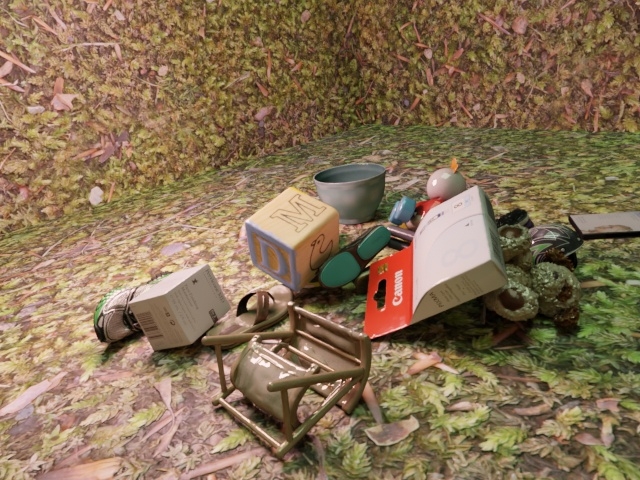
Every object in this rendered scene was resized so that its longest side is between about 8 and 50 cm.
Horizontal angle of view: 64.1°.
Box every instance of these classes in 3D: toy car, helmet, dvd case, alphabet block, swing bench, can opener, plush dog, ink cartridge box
[{"bbox_3d":[0.354,-0.126,1.510,0.219,0.238,0.210,23,-2,0],"label":"toy car"},{"bbox_3d":[0.622,0.032,1.393,0.169,0.162,0.169,-7,21,3],"label":"helmet"},{"bbox_3d":[0.967,-0.052,1.672,0.253,0.022,0.180,-3,22,13],"label":"dvd case"},{"bbox_3d":[-0.078,-0.006,1.488,0.193,0.192,0.197,30,54,26],"label":"alphabet block"},{"bbox_3d":[-0.066,0.268,1.062,0.254,0.165,0.253,-18,22,-37],"label":"swing bench"},{"bbox_3d":[0.285,0.021,1.467,0.095,0.076,0.283,-4,18,-45],"label":"can opener"},{"bbox_3d":[0.519,0.117,1.251,0.225,0.211,0.262,9,54,5],"label":"plush dog"},{"bbox_3d":[0.253,0.054,1.275,0.385,0.091,0.308,-28,28,27],"label":"ink cartridge box"}]

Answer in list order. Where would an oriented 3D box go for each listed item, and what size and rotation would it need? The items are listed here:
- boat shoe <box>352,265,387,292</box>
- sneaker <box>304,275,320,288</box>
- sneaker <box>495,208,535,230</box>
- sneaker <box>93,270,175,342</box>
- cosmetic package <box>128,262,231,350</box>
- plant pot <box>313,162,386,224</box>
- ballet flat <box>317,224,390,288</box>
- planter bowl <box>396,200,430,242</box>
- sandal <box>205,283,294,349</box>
[{"bbox_3d":[0.196,0.088,1.523,0.223,0.080,0.073,-19,30,-14],"label":"boat shoe"},{"bbox_3d":[-0.067,0.068,1.616,0.300,0.121,0.111,10,28,39],"label":"sneaker"},{"bbox_3d":[0.519,0.022,1.566,0.283,0.124,0.107,-25,22,29],"label":"sneaker"},{"bbox_3d":[-0.492,0.183,1.467,0.146,0.134,0.343,6,25,32],"label":"sneaker"},{"bbox_3d":[-0.372,0.176,1.370,0.151,0.151,0.183,-16,16,33],"label":"cosmetic package"},{"bbox_3d":[0.128,-0.182,2.078,0.293,0.196,0.293,-8,20,3],"label":"plant pot"},{"bbox_3d":[0.093,0.055,1.500,0.280,0.095,0.096,-34,6,-23],"label":"ballet flat"},{"bbox_3d":[0.365,-0.035,1.697,0.217,0.217,0.090,-14,58,-15],"label":"planter bowl"},{"bbox_3d":[-0.182,0.191,1.393,0.120,0.086,0.302,9,27,37],"label":"sandal"}]
